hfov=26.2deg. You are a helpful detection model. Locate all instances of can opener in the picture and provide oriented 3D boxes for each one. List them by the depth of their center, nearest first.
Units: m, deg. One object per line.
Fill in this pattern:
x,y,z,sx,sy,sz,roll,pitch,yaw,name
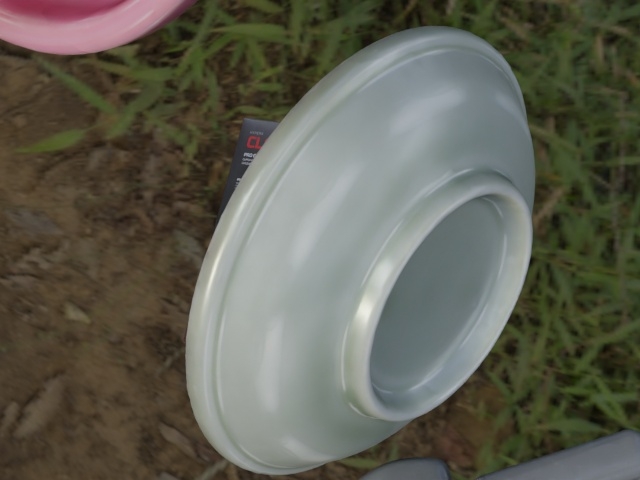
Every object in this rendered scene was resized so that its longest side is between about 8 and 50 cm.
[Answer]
0.161,0.223,1.259,0.280,0.074,0.093,-14,67,3,can opener

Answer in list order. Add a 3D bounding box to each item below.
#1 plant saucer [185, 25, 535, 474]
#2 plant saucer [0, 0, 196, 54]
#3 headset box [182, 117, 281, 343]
0.069,0.031,1.105,0.400,0.100,0.400,-32,137,-35,plant saucer
-0.143,-0.271,0.747,0.084,0.332,0.332,-29,105,-47,plant saucer
0.000,0.000,1.496,0.110,0.218,0.293,30,73,-59,headset box
